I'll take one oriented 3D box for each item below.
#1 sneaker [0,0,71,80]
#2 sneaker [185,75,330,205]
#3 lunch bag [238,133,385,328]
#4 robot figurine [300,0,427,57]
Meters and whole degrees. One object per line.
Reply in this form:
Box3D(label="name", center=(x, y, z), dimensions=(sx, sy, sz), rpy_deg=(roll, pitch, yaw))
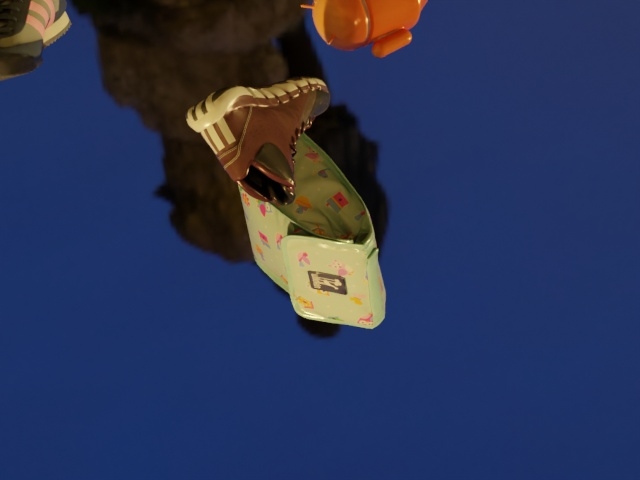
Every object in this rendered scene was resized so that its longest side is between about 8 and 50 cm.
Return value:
Box3D(label="sneaker", center=(-0.421, -0.305, 1.893), dimensions=(0.112, 0.131, 0.319), rpy_deg=(-7, -155, 4))
Box3D(label="sneaker", center=(-0.058, -0.125, 1.906), dimensions=(0.106, 0.162, 0.281), rpy_deg=(-32, 171, 36))
Box3D(label="lunch bag", center=(0.000, 0.000, 2.183), dimensions=(0.160, 0.223, 0.262), rpy_deg=(-32, -127, -19))
Box3D(label="robot figurine", center=(0.078, -0.393, 2.356), dimensions=(0.219, 0.158, 0.128), rpy_deg=(-25, -156, -26))
